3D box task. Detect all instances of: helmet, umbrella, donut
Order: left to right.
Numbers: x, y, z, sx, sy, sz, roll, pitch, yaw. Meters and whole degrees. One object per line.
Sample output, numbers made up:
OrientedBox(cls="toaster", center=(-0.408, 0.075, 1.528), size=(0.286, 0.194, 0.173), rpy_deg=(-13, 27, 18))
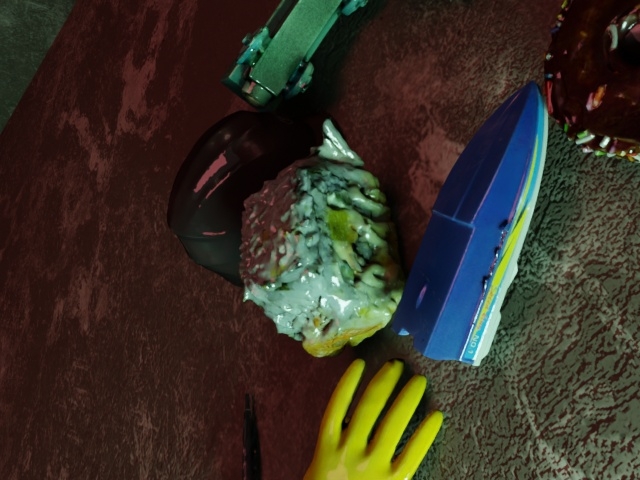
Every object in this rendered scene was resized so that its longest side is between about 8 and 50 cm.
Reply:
OrientedBox(cls="helmet", center=(-0.117, -0.088, 1.151), size=(0.225, 0.177, 0.306), rpy_deg=(29, 97, 56))
OrientedBox(cls="umbrella", center=(-0.094, 0.324, 1.015), size=(0.044, 0.044, 0.269), rpy_deg=(-15, 56, 13))
OrientedBox(cls="donut", center=(0.315, -0.174, 0.704), size=(0.235, 0.089, 0.235), rpy_deg=(-27, 52, 41))

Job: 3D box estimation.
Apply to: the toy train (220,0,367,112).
OrientedBox(cls="toy train", center=(-0.037, -0.338, 1.207), size=(0.298, 0.120, 0.194), rpy_deg=(-55, 17, -2))

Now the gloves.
OrientedBox(cls="gloves", center=(0.040, 0.268, 0.842), size=(0.133, 0.116, 0.295), rpy_deg=(19, 77, 27))

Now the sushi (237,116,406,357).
OrientedBox(cls="sushi", center=(0.000, 0.000, 0.939), size=(0.139, 0.184, 0.274), rpy_deg=(-34, 46, 36))

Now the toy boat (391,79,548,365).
OrientedBox(cls="toy boat", center=(0.172, -0.023, 0.796), size=(0.295, 0.088, 0.129), rpy_deg=(-71, 21, 6))
